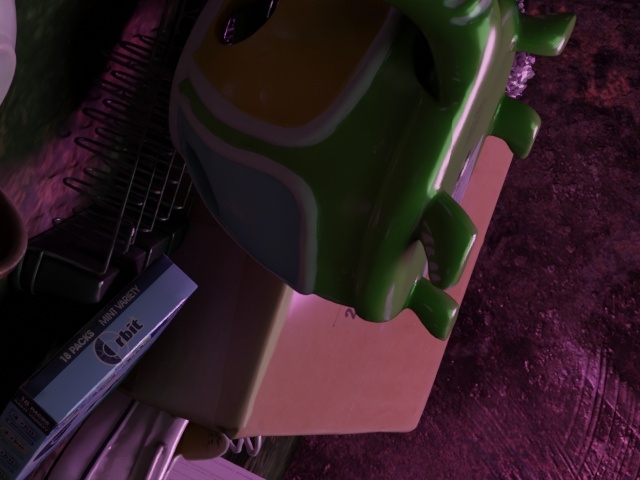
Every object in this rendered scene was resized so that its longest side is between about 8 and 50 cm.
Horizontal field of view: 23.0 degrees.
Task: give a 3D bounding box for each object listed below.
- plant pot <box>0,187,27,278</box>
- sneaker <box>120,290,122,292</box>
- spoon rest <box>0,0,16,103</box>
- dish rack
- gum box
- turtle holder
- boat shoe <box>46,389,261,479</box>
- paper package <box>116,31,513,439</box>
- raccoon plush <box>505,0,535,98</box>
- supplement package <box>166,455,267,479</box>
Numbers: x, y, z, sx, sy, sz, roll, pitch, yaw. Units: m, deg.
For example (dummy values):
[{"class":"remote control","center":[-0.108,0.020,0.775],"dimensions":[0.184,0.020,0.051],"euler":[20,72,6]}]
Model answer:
[{"class":"plant pot","center":[-0.224,0.035,0.608],"dimensions":[0.165,0.167,0.167],"euler":[-60,173,15]},{"class":"sneaker","center":[-0.156,0.065,1.431],"dimensions":[0.083,0.071,0.190],"euler":[-46,152,-48]},{"class":"spoon rest","center":[-0.165,-0.141,0.777],"dimensions":[0.276,0.084,0.137],"euler":[-52,170,0]},{"class":"dish rack","center":[-0.122,-0.091,1.160],"dimensions":[0.208,0.074,0.271],"euler":[-46,157,-70]},{"class":"gum box","center":[-0.181,0.105,1.178],"dimensions":[0.157,0.041,0.184],"euler":[-45,178,-36]},{"class":"turtle holder","center":[0.018,-0.082,1.033],"dimensions":[0.320,0.227,0.243],"euler":[18,95,-81]},{"class":"boat shoe","center":[-0.127,0.174,1.567],"dimensions":[0.367,0.157,0.135],"euler":[-57,169,-42]},{"class":"paper package","center":[0.000,0.000,1.388],"dimensions":[0.309,0.168,0.324],"euler":[9,100,-55]},{"class":"raccoon plush","center":[0.138,-0.256,1.897],"dimensions":[0.299,0.216,0.446],"euler":[89,27,-54]},{"class":"supplement package","center":[-0.196,0.362,1.619],"dimensions":[0.293,0.175,0.177],"euler":[-55,168,-49]}]
